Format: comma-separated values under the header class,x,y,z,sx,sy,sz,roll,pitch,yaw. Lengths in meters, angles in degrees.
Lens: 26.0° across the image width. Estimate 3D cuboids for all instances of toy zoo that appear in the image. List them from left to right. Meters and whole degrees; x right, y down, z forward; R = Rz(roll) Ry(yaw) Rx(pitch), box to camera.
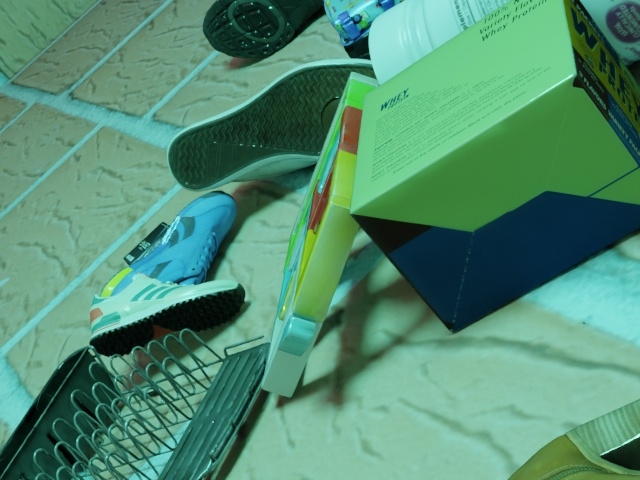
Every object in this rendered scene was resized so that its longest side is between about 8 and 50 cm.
class,x,y,z,sx,sy,sz,roll,pitch,yaw
toy zoo,0.000,0.000,1.187,0.293,0.030,0.192,-81,11,-59

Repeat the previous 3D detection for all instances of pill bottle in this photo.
class,x,y,z,sx,sy,sz,roll,pitch,yaw
pill bottle,0.193,-0.204,1.232,0.283,0.160,0.160,-25,26,32

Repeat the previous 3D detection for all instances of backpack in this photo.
class,x,y,z,sx,sy,sz,roll,pitch,yaw
backpack,0.105,-0.261,1.542,0.173,0.117,0.158,-32,24,13

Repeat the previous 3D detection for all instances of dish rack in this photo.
class,x,y,z,sx,sy,sz,roll,pitch,yaw
dish rack,-0.170,0.165,1.228,0.271,0.074,0.208,-21,30,38

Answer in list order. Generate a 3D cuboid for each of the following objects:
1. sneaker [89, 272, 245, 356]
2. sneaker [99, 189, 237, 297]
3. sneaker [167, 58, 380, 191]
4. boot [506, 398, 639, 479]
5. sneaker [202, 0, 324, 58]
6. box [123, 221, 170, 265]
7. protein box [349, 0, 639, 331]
class,x,y,z,sx,sy,sz,roll,pitch,yaw
sneaker,-0.156,0.056,1.366,0.161,0.057,0.075,-20,52,6
sneaker,-0.141,0.028,1.471,0.082,0.069,0.209,19,49,31
sneaker,-0.021,-0.132,1.517,0.290,0.106,0.123,-14,1,24
boot,0.135,0.173,0.737,0.152,0.073,0.197,-34,11,11
sneaker,-0.038,-0.355,1.992,0.286,0.109,0.130,-24,16,19
box,-0.192,0.012,1.622,0.067,0.018,0.083,-43,23,-9
protein box,0.146,-0.073,1.091,0.199,0.136,0.201,-32,24,22
